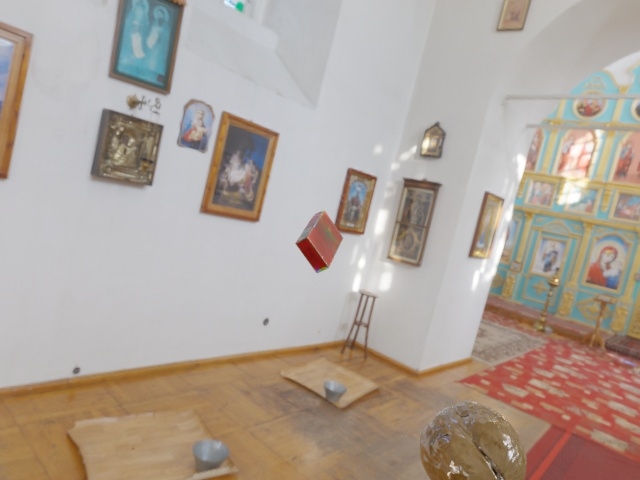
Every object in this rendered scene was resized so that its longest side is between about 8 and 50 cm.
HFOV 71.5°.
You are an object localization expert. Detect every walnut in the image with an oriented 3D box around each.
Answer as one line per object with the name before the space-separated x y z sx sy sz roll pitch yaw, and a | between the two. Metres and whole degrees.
walnut | 0.549 0.778 1.629 0.354 0.307 0.398 -22 7 -5

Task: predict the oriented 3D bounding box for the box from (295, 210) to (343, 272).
box | -0.001 0.000 1.276 0.048 0.112 0.175 -27 17 29
